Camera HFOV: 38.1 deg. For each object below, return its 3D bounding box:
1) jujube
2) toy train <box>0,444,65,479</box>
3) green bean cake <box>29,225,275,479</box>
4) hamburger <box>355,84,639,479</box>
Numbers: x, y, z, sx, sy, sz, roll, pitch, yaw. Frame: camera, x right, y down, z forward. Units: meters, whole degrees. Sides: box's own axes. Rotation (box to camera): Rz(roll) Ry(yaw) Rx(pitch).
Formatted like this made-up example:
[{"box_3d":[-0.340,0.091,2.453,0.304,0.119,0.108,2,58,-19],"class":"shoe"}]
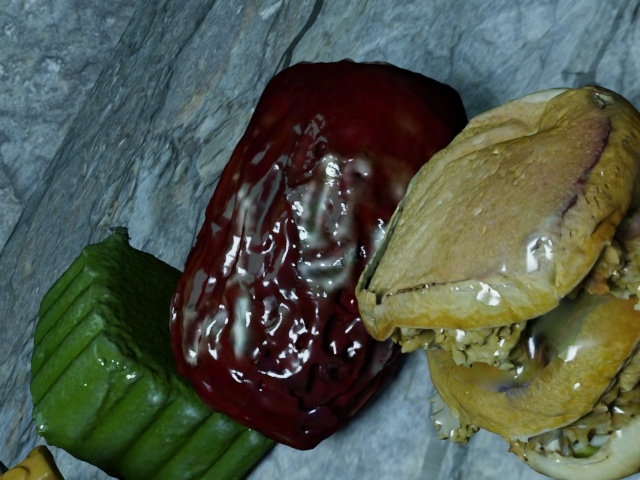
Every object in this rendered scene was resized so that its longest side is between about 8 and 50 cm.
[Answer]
[{"box_3d":[0.000,0.000,0.884,0.258,0.258,0.377,13,71,59],"class":"jujube"},{"box_3d":[-0.250,0.363,0.885,0.163,0.369,0.231,-33,47,-17],"class":"toy train"},{"box_3d":[-0.183,0.143,1.021,0.156,0.250,0.247,-48,33,18],"class":"green bean cake"},{"box_3d":[0.152,0.031,0.656,0.260,0.211,0.245,-50,24,7],"class":"hamburger"}]
